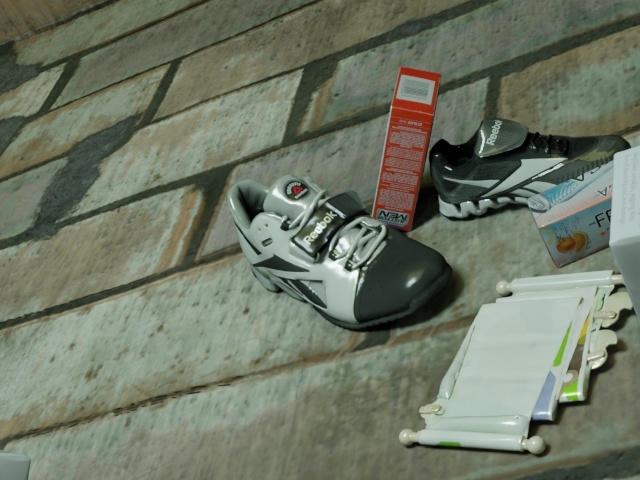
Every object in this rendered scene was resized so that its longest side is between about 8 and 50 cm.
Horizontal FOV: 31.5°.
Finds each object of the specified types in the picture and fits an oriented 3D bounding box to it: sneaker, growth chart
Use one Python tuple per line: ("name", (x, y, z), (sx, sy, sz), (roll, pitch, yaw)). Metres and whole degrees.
("sneaker", (0.220, -0.091, 1.254), (0.234, 0.106, 0.078), (-11, 37, 31))
("growth chart", (0.194, 0.109, 1.066), (0.172, 0.021, 0.237), (1, 43, 42))
("sneaker", (0.000, 0.000, 1.282), (0.331, 0.146, 0.122), (12, 49, 48))

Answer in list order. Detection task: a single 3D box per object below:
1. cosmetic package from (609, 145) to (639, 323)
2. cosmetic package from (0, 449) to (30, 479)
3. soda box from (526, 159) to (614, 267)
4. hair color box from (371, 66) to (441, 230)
("cosmetic package", (0.292, 0.043, 0.865), (0.086, 0.231, 0.117), (-14, 33, 27))
("cosmetic package", (-0.464, 0.275, 1.027), (0.155, 0.366, 0.196), (-1, 78, 41))
("soda box", (0.309, -0.044, 1.154), (0.183, 0.058, 0.063), (-24, 31, 10))
("hair color box", (0.100, -0.106, 1.325), (0.053, 0.167, 0.093), (12, 40, 3))
